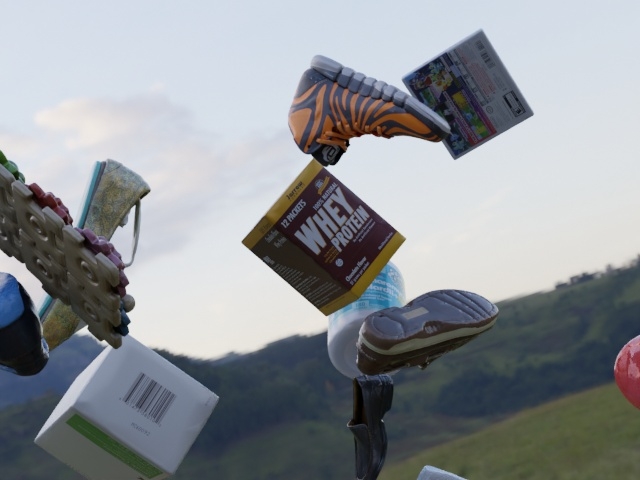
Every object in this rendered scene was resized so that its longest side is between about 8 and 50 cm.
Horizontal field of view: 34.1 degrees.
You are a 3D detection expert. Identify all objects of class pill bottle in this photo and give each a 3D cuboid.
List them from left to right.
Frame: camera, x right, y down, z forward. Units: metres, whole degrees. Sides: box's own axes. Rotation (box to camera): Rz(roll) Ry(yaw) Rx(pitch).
[{"bbox_3d":[0.086,0.123,1.916,0.146,0.146,0.264,-20,32,14],"label":"pill bottle"}]

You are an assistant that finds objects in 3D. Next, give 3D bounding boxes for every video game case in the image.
[{"bbox_3d":[0.287,-0.282,2.033,0.183,0.201,0.023,-30,18,19],"label":"video game case"}]

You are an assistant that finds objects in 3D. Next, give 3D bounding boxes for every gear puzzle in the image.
[{"bbox_3d":[-0.323,-0.029,1.150,0.044,0.339,0.175,-40,-22,-31],"label":"gear puzzle"}]

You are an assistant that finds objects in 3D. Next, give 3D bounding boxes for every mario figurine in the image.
[{"bbox_3d":[0.540,0.196,1.483,0.170,0.198,0.320,-49,-25,11],"label":"mario figurine"}]

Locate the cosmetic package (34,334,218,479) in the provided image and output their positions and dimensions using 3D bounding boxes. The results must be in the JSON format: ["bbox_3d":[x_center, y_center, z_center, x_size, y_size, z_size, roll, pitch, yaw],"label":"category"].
[{"bbox_3d":[-0.332,0.301,1.742,0.155,0.197,0.365,-59,9,-30],"label":"cosmetic package"}]

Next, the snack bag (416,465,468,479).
[{"bbox_3d":[0.223,0.516,1.574,0.342,0.323,0.037,26,11,-18],"label":"snack bag"}]

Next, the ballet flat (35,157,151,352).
[{"bbox_3d":[-0.353,0.041,1.606,0.123,0.348,0.123,17,-18,6],"label":"ballet flat"}]

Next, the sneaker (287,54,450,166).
[{"bbox_3d":[0.074,-0.199,1.875,0.124,0.321,0.180,24,-86,-54],"label":"sneaker"}]

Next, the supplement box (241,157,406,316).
[{"bbox_3d":[0.000,0.000,1.679,0.129,0.194,0.191,-50,3,-20],"label":"supplement box"}]

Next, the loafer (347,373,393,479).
[{"bbox_3d":[0.066,0.286,1.591,0.061,0.170,0.062,10,-10,-30],"label":"loafer"}]

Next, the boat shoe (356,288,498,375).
[{"bbox_3d":[0.151,0.139,1.531,0.257,0.095,0.095,-7,-53,-36],"label":"boat shoe"}]

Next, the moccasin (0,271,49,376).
[{"bbox_3d":[-0.425,0.099,1.246,0.137,0.117,0.342,-34,24,-21],"label":"moccasin"}]
